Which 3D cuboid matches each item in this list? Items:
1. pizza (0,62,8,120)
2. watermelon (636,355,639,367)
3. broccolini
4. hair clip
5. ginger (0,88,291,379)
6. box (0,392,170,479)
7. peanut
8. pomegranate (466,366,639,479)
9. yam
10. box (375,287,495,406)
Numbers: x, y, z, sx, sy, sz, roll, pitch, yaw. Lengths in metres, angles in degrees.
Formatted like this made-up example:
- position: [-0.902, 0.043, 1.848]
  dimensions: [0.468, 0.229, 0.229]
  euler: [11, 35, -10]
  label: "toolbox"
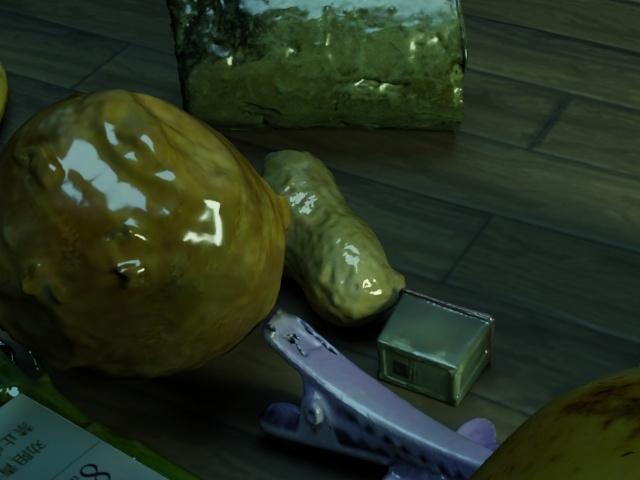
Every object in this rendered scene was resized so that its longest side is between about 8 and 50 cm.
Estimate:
- position: [-0.449, -0.178, 1.410]
  dimensions: [0.197, 0.058, 0.292]
  euler: [-23, 43, -25]
  label: "pizza"
- position: [0.365, 0.069, 0.985]
  dimensions: [0.193, 0.231, 0.310]
  euler: [-13, -6, -12]
  label: "watermelon"
- position: [-0.192, 0.113, 1.012]
  dimensions: [0.392, 0.074, 0.079]
  euler: [24, 27, 26]
  label: "broccolini"
- position: [0.070, 0.150, 0.960]
  dimensions: [0.278, 0.090, 0.137]
  euler: [31, 34, 24]
  label: "hair clip"
- position: [-0.127, 0.009, 0.972]
  dimensions: [0.200, 0.269, 0.223]
  euler: [-42, 26, 10]
  label: "ginger"
- position: [-0.171, 0.215, 0.885]
  dimensions: [0.243, 0.067, 0.155]
  euler: [25, 46, 30]
  label: "box"
- position: [0.000, 0.000, 1.148]
  dimensions: [0.099, 0.099, 0.214]
  euler: [-21, 46, -24]
  label: "peanut"
- position: [0.228, 0.244, 0.606]
  dimensions: [0.417, 0.416, 0.416]
  euler: [0, 37, 0]
  label: "pomegranate"
- position: [-0.003, -0.203, 1.331]
  dimensions: [0.300, 0.195, 0.195]
  euler: [1, 37, 0]
  label: "yam"
- position: [0.091, 0.088, 1.055]
  dimensions: [0.085, 0.060, 0.063]
  euler: [18, 46, 21]
  label: "box"
